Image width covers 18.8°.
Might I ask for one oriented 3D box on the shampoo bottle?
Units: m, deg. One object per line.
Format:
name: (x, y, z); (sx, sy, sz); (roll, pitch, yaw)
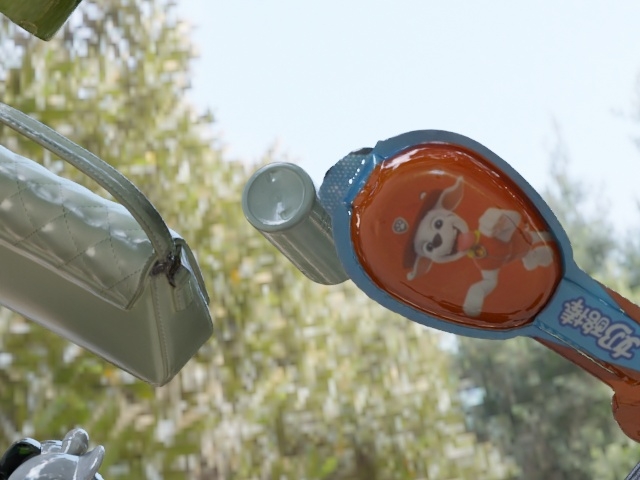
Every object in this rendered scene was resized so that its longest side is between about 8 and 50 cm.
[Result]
shampoo bottle: (0.000, 0.000, 1.432); (0.056, 0.056, 0.195); (-20, -25, 12)

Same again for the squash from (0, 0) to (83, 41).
squash: (-0.227, -0.206, 1.132); (0.041, 0.219, 0.219); (-45, -53, 9)

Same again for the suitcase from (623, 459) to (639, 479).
suitcase: (0.330, 0.392, 1.932); (0.229, 0.152, 0.335); (43, -96, -29)

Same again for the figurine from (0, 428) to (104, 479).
figurine: (-0.249, 0.244, 1.821); (0.126, 0.192, 0.147); (43, -88, -10)

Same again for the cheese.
cheese: (0.115, 0.025, 1.068); (0.256, 0.037, 0.106); (32, -78, -3)

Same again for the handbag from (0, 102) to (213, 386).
handbag: (-0.198, -0.013, 1.499); (0.256, 0.079, 0.219); (26, -36, 26)
